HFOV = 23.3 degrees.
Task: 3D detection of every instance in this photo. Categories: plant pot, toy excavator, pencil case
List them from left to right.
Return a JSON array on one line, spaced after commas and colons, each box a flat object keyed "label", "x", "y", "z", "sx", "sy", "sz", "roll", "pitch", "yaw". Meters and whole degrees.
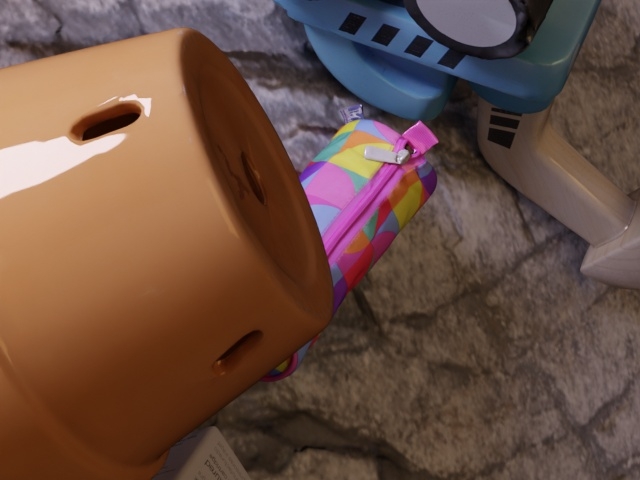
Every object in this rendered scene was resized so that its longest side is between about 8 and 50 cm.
[{"label": "plant pot", "x": -0.124, "y": 0.003, "z": 0.948, "sx": 0.291, "sy": 0.204, "sz": 0.291, "roll": 60, "pitch": 13, "yaw": -24}, {"label": "pencil case", "x": 0.000, "y": 0.000, "z": 1.207, "sx": 0.104, "sy": 0.104, "sz": 0.236, "roll": 51, "pitch": 55, "yaw": -20}, {"label": "toy excavator", "x": 0.147, "y": -0.163, "z": 1.302, "sx": 0.433, "sy": 0.445, "sz": 0.222, "roll": 21, "pitch": 62, "yaw": 10}]

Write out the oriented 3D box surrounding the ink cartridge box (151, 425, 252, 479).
[{"label": "ink cartridge box", "x": -0.102, "y": 0.246, "z": 1.040, "sx": 0.148, "sy": 0.086, "sz": 0.203, "roll": 59, "pitch": 30, "yaw": -16}]
